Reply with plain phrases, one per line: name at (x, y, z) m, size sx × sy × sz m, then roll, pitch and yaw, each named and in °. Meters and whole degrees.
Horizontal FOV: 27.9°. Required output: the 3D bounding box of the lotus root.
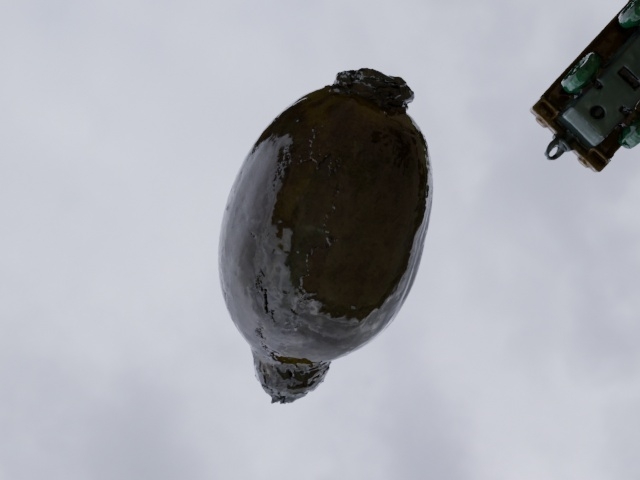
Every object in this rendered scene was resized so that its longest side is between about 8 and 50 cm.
lotus root at (0.000, 0.000, 0.749) m, size 0.120 × 0.209 × 0.120 m, roll 16°, pitch -168°, yaw -4°

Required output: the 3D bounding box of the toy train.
toy train at (0.285, -0.157, 1.205) m, size 0.091 × 0.228 × 0.136 m, roll 43°, pitch 178°, yaw -3°
